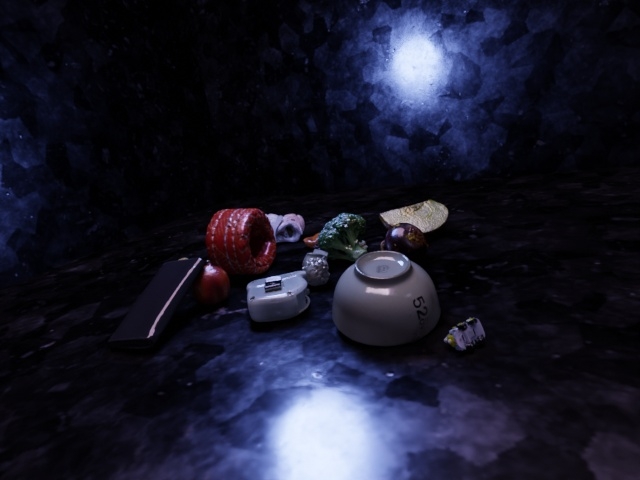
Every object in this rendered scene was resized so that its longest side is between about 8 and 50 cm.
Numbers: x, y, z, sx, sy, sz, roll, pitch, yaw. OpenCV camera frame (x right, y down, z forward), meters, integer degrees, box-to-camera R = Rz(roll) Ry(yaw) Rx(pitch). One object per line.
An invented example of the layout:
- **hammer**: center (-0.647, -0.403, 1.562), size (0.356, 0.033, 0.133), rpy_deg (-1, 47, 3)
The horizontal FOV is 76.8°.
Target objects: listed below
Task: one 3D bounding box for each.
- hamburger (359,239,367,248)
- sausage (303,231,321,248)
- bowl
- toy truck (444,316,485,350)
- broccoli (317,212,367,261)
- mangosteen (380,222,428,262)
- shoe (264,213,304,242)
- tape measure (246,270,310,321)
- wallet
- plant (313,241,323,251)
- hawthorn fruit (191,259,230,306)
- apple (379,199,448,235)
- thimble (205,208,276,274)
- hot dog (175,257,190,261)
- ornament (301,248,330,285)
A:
- **hamburger**: center (0.176, 0.025, 2.096), size (0.084, 0.054, 0.121), rpy_deg (-20, 26, -37)
- **sausage**: center (0.000, 0.000, 2.240), size (0.180, 0.089, 0.089), rpy_deg (-13, 16, 0)
- **bowl**: center (0.203, 0.152, 1.296), size (0.354, 0.185, 0.353), rpy_deg (-6, 27, 3)
- **toy truck**: center (0.397, 0.264, 1.131), size (0.111, 0.076, 0.077), rpy_deg (-16, -7, -28)
- **broccoli**: center (0.120, -0.002, 1.932), size (0.270, 0.269, 0.270), rpy_deg (-18, 49, -28)
- **mangosteen**: center (0.363, 0.024, 1.804), size (0.192, 0.192, 0.217), rpy_deg (-21, -13, -34)
- **shoe**: center (-0.269, -0.068, 2.453), size (0.351, 0.171, 0.198), rpy_deg (-11, 19, 0)
- **tape measure**: center (-0.156, 0.204, 1.541), size (0.243, 0.125, 0.246), rpy_deg (-12, 16, -7)
- **wallet**: center (-0.614, 0.229, 1.545), size (0.229, 0.062, 0.405), rpy_deg (-10, 37, 27)
- **plant**: center (0.043, 0.027, 2.130), size (0.174, 0.087, 0.085), rpy_deg (-12, -9, -24)
- **hawthorn fruit**: center (-0.468, 0.179, 1.694), size (0.169, 0.187, 0.169), rpy_deg (-14, 7, 2)
- **apple**: center (0.492, -0.103, 2.129), size (0.347, 0.179, 0.254), rpy_deg (-14, 4, -10)
- **thimble**: center (-0.384, 0.005, 1.989), size (0.231, 0.349, 0.350), rpy_deg (-4, 17, 19)
- **hot dog**: center (-0.695, 0.149, 2.127), size (0.084, 0.073, 0.243), rpy_deg (-25, 22, -37)
- **ornament**: center (-0.022, 0.119, 1.786), size (0.121, 0.130, 0.285), rpy_deg (7, 8, -3)
